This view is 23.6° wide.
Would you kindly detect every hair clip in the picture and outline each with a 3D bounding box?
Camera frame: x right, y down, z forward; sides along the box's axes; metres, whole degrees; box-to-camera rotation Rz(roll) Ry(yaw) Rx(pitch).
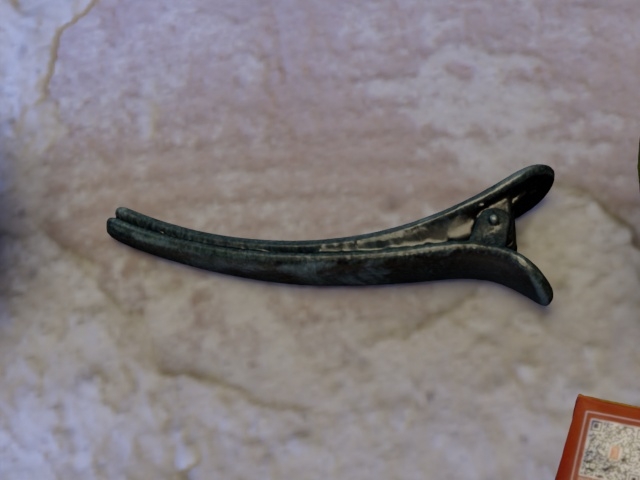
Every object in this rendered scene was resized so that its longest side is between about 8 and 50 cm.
[{"bbox_3d":[0.000,0.000,0.759,0.230,0.039,0.070,-1,66,12],"label":"hair clip"}]

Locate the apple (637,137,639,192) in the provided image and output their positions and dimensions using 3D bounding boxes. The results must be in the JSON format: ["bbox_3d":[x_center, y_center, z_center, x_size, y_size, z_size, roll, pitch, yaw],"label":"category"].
[{"bbox_3d":[0.232,-0.024,0.647,0.196,0.196,0.156,17,99,18],"label":"apple"}]

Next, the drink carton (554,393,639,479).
[{"bbox_3d":[0.206,0.129,0.623,0.223,0.096,0.071,11,67,16],"label":"drink carton"}]
